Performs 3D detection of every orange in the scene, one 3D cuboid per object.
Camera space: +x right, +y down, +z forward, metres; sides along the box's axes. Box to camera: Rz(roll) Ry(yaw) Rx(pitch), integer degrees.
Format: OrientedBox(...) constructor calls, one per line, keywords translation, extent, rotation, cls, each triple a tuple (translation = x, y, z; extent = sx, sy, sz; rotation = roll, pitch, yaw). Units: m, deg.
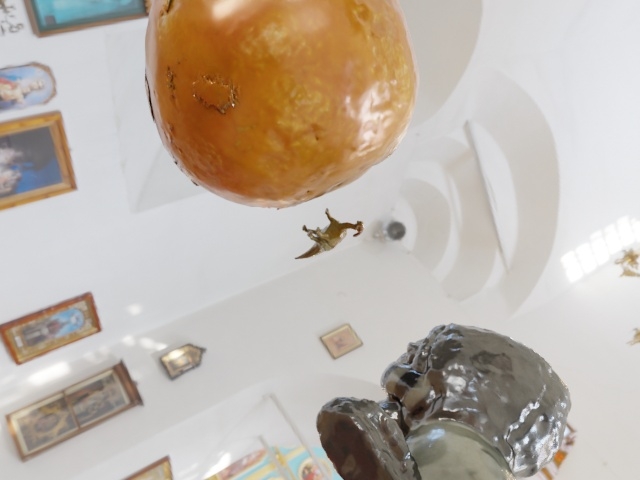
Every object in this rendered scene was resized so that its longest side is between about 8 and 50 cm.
OrientedBox(translation=(-0.038, -0.149, 0.505), extent=(0.246, 0.246, 0.246), rotation=(38, -42, 43), cls="orange")

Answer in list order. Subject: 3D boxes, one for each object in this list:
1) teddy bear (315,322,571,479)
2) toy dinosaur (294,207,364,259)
OrientedBox(translation=(0.076, 0.162, 0.416), extent=(0.171, 0.251, 0.144), rotation=(51, -46, 3), cls="teddy bear")
OrientedBox(translation=(-0.002, -0.003, 0.576), extent=(0.113, 0.041, 0.026), rotation=(-26, -138, 40), cls="toy dinosaur")
